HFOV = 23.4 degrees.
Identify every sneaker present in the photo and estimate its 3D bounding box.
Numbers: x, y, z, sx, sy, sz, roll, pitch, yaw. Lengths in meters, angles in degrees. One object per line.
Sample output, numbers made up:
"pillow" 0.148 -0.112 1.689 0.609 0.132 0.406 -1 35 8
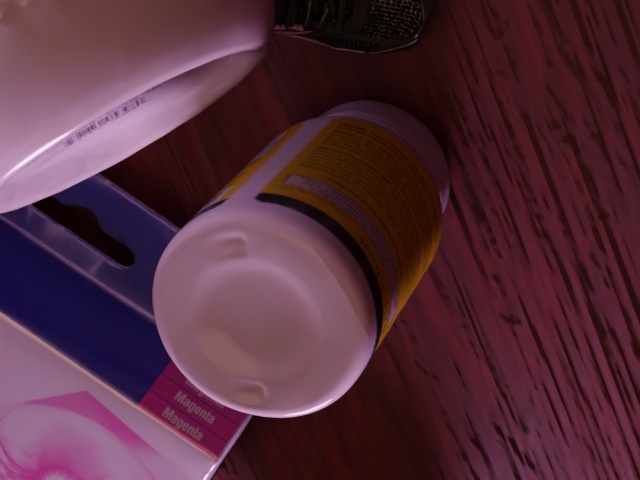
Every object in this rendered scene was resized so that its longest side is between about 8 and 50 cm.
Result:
"sneaker" -0.024 -0.139 0.879 0.178 0.077 0.072 12 118 15

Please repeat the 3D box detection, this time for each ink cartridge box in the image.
"ink cartridge box" -0.218 0.087 1.048 0.324 0.071 0.330 33 127 3

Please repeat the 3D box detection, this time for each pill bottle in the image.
"pill bottle" 0.000 0.000 0.859 0.119 0.208 0.119 8 116 17

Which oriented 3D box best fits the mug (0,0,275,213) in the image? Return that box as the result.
"mug" -0.135 -0.215 0.759 0.328 0.374 0.276 60 161 1
